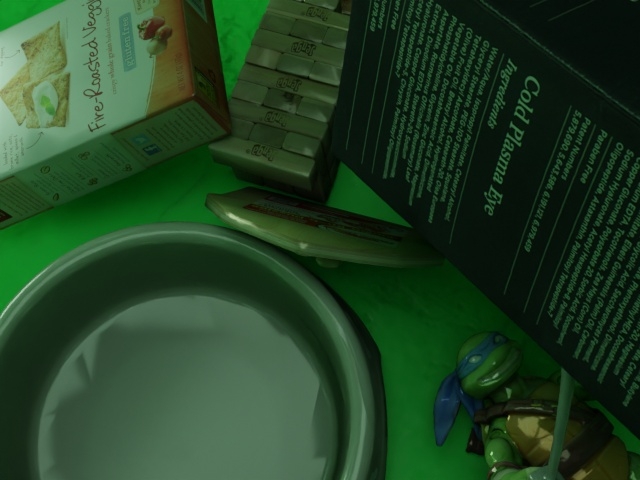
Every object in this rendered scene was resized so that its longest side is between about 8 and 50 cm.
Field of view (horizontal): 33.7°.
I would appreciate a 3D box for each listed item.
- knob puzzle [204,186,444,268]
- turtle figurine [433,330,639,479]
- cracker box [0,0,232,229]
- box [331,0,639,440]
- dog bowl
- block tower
[{"bbox_3d":[0.000,0.000,0.818,0.213,0.213,0.030,15,100,8],"label":"knob puzzle"},{"bbox_3d":[0.217,0.157,0.717,0.274,0.198,0.266,-38,89,32],"label":"turtle figurine"},{"bbox_3d":[-0.196,-0.123,0.876,0.232,0.067,0.156,-21,59,17],"label":"cracker box"},{"bbox_3d":[0.238,-0.084,0.634,0.343,0.179,0.312,-26,54,-29],"label":"box"},{"bbox_3d":[-0.111,0.143,0.808,0.348,0.102,0.349,-1,70,2],"label":"dog bowl"},{"bbox_3d":[0.008,-0.194,0.926,0.090,0.097,0.336,16,70,13],"label":"block tower"}]
